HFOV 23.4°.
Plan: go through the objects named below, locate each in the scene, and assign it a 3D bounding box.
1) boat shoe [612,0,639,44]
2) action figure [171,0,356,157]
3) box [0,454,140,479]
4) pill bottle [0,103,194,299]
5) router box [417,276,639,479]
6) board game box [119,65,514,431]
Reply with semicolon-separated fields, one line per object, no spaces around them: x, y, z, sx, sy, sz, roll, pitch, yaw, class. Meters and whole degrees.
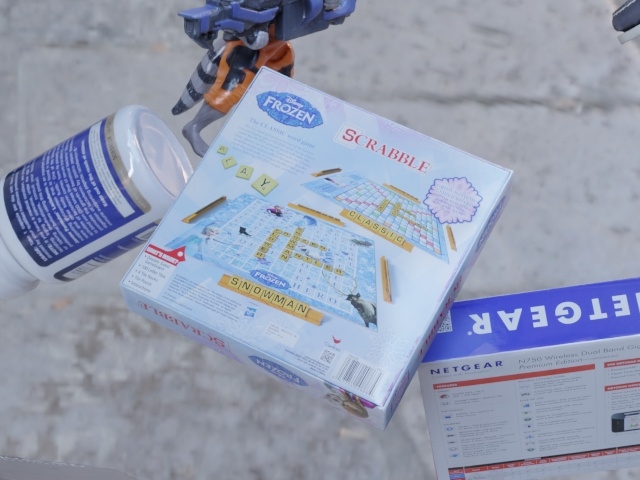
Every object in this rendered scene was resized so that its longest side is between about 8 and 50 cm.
0.267;-0.216;1.036;0.065;0.206;0.075;49;20;1;boat shoe
-0.111;-0.275;1.960;0.178;0.330;0.341;29;26;29;action figure
-0.211;0.283;1.370;0.191;0.381;0.143;11;84;-27;box
-0.290;-0.039;1.836;0.264;0.153;0.153;-27;43;18;pill bottle
0.290;0.174;1.847;0.335;0.301;0.082;-7;52;4;router box
0.000;0.000;1.676;0.318;0.066;0.318;25;65;15;board game box
